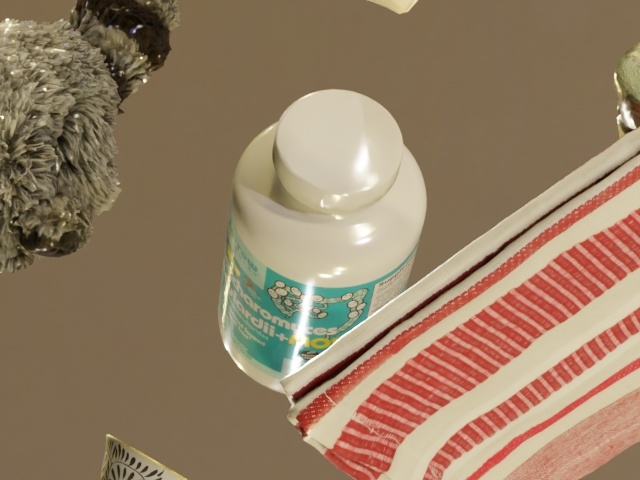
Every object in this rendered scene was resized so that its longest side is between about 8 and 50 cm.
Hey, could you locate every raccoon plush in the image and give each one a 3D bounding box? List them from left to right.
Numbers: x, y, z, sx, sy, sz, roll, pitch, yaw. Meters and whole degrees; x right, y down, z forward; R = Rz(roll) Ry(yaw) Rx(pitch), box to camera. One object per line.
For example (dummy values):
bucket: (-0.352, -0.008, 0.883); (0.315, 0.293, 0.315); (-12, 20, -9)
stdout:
raccoon plush: (-0.304, -0.187, 1.634); (0.299, 0.216, 0.446); (68, 30, -49)

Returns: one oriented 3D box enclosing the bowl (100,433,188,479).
bowl: (-0.169, 0.276, 1.892); (0.080, 0.170, 0.170); (-58, -153, -10)

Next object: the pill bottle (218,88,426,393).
pill bottle: (0.000, 0.000, 1.394); (0.264, 0.146, 0.146); (100, -23, -56)

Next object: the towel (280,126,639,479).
towel: (0.128, 0.075, 1.024); (0.237, 0.329, 0.037); (-37, -119, 4)

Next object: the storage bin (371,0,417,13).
storage bin: (0.030, -0.355, 1.536); (0.262, 0.123, 0.260); (31, -89, 46)

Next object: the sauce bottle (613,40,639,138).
sauce bottle: (0.281, 0.014, 1.290); (0.111, 0.111, 0.344); (52, -16, 50)
